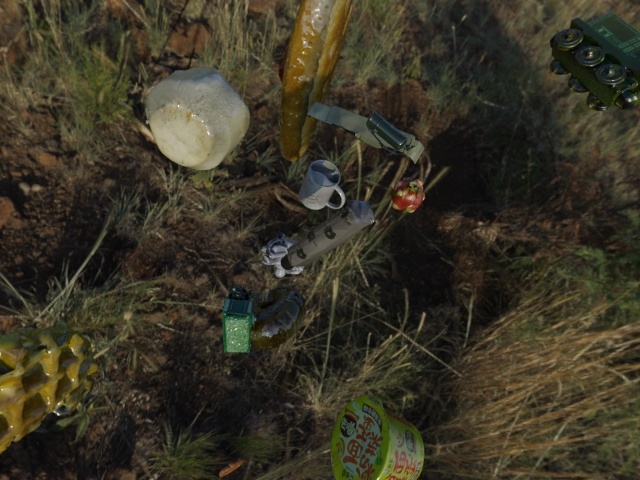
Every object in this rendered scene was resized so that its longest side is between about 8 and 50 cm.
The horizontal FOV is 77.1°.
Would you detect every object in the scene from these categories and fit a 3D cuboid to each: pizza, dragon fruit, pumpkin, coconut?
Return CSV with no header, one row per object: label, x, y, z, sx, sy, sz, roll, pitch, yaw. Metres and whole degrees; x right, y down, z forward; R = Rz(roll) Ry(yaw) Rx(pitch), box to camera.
pizza,-0.013,-0.444,0.940,0.130,0.440,0.406,19,48,-2
dragon fruit,0.220,-0.117,1.002,0.086,0.116,0.081,-15,75,-21
pumpkin,-0.223,0.321,1.676,0.324,0.242,0.232,-13,19,4
coconut,-0.315,-0.328,1.055,0.244,0.245,0.248,28,40,-10

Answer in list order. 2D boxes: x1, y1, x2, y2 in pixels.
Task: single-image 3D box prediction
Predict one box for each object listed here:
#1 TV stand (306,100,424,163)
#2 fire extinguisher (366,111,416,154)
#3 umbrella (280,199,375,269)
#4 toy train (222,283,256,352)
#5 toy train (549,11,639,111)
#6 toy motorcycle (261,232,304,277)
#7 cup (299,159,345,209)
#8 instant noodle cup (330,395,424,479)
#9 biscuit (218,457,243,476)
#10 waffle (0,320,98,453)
TV stand,0.074,-0.208,0.746,0.249,0.036,0.042,32,3,29
fire extinguisher,0.108,-0.161,0.622,0.083,0.038,0.025,41,37,10
umbrella,0.000,0.000,0.977,0.073,0.337,0.067,8,62,-34
toy train,-0.289,0.283,1.455,0.115,0.270,0.155,3,41,-9
toy train,0.550,-0.347,0.770,0.137,0.090,0.226,-26,59,8
toy motorcycle,-0.133,0.072,1.598,0.110,0.171,0.260,32,13,34
cup,0.003,-0.152,1.220,0.099,0.133,0.136,-16,70,-26
instant noodle cup,0.213,0.741,1.443,0.221,0.311,0.312,29,48,-29
biscuit,-0.305,0.781,1.380,0.091,0.078,0.015,-20,56,-31
waffle,-0.257,0.149,0.309,0.051,0.149,0.194,23,50,10
